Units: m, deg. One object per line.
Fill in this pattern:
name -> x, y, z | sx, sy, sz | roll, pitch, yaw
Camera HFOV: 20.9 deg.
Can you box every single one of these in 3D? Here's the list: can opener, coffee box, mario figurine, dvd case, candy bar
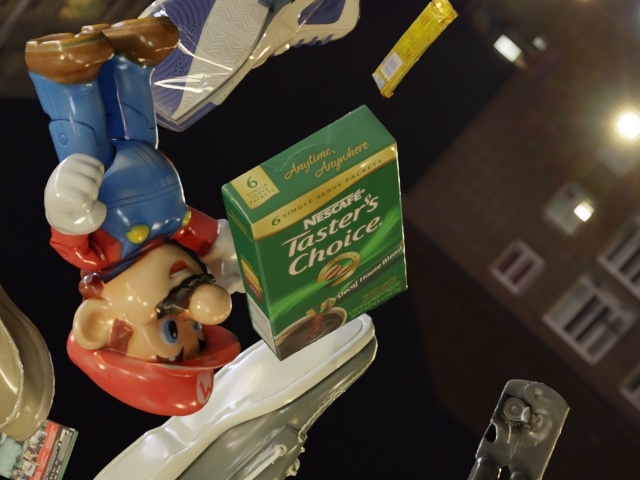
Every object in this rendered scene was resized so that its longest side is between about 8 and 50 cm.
can opener -> 0.188, 0.278, 1.876 | 0.076, 0.283, 0.095 | 23, 153, 7
coffee box -> 0.000, 0.000, 1.153 | 0.040, 0.113, 0.184 | 53, 164, 29
mario figurine -> -0.124, -0.015, 1.374 | 0.170, 0.198, 0.321 | -157, 54, -68
dvd case -> -0.361, 0.254, 2.126 | 0.119, 0.087, 0.013 | 18, 178, 24
candy bar -> 0.106, -0.226, 2.020 | 0.018, 0.161, 0.040 | -16, -114, -41

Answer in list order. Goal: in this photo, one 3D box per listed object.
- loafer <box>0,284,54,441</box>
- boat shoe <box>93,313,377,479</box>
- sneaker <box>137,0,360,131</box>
loafer -> -0.348, 0.084, 1.681 | 0.092, 0.102, 0.268 | 4, -138, -48
boat shoe -> -0.070, 0.186, 1.620 | 0.099, 0.319, 0.116 | 56, 173, -25
sneaker -> -0.047, -0.223, 1.717 | 0.127, 0.315, 0.182 | 38, 177, 27
